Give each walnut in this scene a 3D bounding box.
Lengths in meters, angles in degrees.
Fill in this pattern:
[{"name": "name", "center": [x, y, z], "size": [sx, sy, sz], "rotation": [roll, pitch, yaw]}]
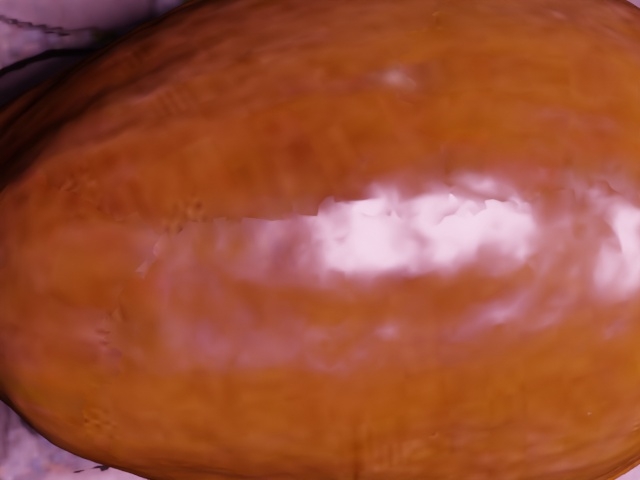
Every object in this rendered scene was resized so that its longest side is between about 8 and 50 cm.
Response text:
[{"name": "walnut", "center": [0.000, 0.000, 0.656], "size": [0.336, 0.209, 0.209], "rotation": [-3, 108, -19]}]
